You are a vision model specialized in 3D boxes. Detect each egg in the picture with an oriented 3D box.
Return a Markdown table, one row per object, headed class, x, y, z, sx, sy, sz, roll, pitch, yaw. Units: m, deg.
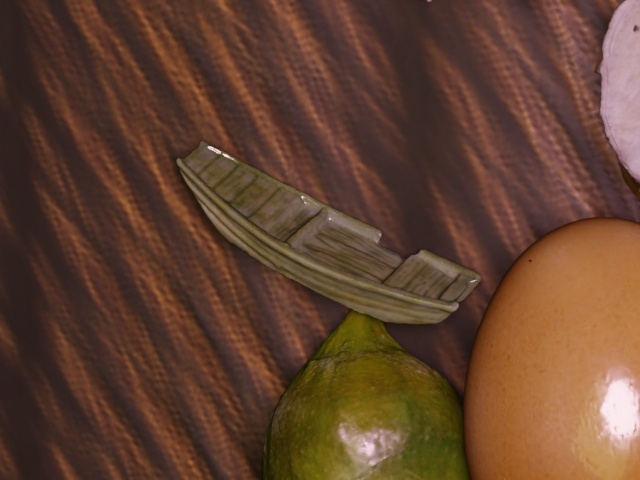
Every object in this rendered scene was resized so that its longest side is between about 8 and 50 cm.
| class | x | y | z | sx | sy | sz | roll | pitch | yaw |
| --- | --- | --- | --- | --- | --- | --- | --- | --- | --- |
| egg | 0.238 | 0.141 | 1.508 | 0.250 | 0.250 | 0.322 | -9 | 94 | 18 |

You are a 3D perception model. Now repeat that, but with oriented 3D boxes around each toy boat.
| class | x | y | z | sx | sy | sz | roll | pitch | yaw |
| --- | --- | --- | --- | --- | --- | --- | --- | --- | --- |
| toy boat | 0.000 | 0.000 | 1.662 | 0.293 | 0.093 | 0.055 | 27 | 127 | 17 |

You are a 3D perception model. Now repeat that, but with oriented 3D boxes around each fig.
| class | x | y | z | sx | sy | sz | roll | pitch | yaw |
| --- | --- | --- | --- | --- | --- | --- | --- | --- | --- |
| fig | 0.037 | 0.160 | 1.642 | 0.203 | 0.203 | 0.235 | -26 | 51 | 18 |

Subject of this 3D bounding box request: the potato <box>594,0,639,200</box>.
| class | x | y | z | sx | sy | sz | roll | pitch | yaw |
| --- | --- | --- | --- | --- | --- | --- | --- | --- | --- |
| potato | 0.366 | -0.111 | 1.489 | 0.246 | 0.196 | 0.300 | 3 | 62 | 40 |
